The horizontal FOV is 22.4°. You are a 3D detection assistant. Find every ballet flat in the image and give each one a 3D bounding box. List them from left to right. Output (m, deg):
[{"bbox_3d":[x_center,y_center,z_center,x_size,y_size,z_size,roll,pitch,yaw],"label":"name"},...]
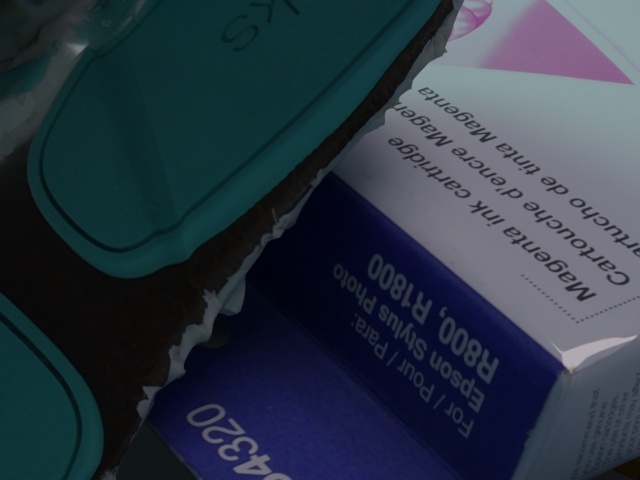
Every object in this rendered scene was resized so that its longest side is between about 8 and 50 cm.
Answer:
[{"bbox_3d":[-0.105,0.008,0.532,0.147,0.409,0.147,40,-19,17],"label":"ballet flat"}]

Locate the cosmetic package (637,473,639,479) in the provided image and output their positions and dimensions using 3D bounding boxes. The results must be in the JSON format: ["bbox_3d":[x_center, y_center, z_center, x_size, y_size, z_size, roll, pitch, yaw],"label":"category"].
[{"bbox_3d":[0.132,0.196,0.400,0.197,0.155,0.365,21,17,13],"label":"cosmetic package"}]

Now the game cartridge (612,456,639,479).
[{"bbox_3d":[0.123,0.029,0.754,0.324,0.052,0.285,24,17,25],"label":"game cartridge"}]

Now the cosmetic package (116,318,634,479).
[{"bbox_3d":[0.035,0.086,0.746,0.309,0.113,0.160,15,16,-15],"label":"cosmetic package"}]

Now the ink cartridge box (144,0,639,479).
[{"bbox_3d":[0.042,-0.037,0.650,0.330,0.071,0.324,-17,40,-33],"label":"ink cartridge box"}]
